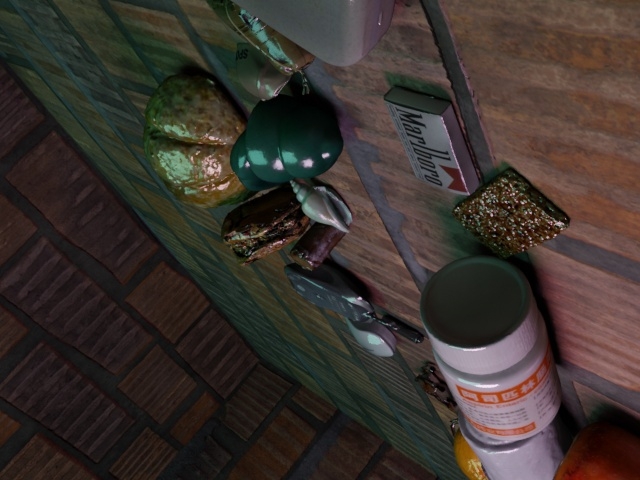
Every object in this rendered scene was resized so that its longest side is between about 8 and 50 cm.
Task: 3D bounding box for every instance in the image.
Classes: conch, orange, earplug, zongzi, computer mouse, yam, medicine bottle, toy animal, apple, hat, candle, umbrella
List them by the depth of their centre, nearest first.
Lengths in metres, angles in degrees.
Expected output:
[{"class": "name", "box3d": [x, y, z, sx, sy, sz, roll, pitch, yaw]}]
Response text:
[{"class": "medicine bottle", "box3d": [-0.072, -0.387, 0.951, 0.375, 0.123, 0.282, 38, 164, 15]}, {"class": "zongzi", "box3d": [-0.093, -0.324, 1.225, 0.189, 0.081, 0.178, 52, 160, -26]}, {"class": "hat", "box3d": [-0.132, -0.323, 1.312, 0.175, 0.085, 0.147, 47, 163, -22]}, {"class": "medicine bottle", "box3d": [0.321, 0.207, 1.424, 0.211, 0.211, 0.371, 28, 159, 38]}, {"class": "earplug", "box3d": [-0.057, -0.160, 1.434, 0.280, 0.163, 0.257, 9, 152, 43]}, {"class": "apple", "box3d": [0.574, 0.498, 1.538, 0.206, 0.251, 0.271, 33, 150, 22]}, {"class": "conch", "box3d": [0.004, -0.086, 1.673, 0.180, 0.088, 0.065, 37, -153, -7]}, {"class": "candle", "box3d": [0.438, 0.432, 1.725, 0.221, 0.221, 0.342, 22, 154, 48]}, {"class": "yam", "box3d": [0.000, 0.000, 1.736, 0.079, 0.141, 0.079, 37, 165, 12]}, {"class": "orange", "box3d": [-0.280, -0.202, 1.746, 0.271, 0.210, 0.368, 29, 162, 29]}, {"class": "umbrella", "box3d": [0.218, 0.237, 2.047, 0.133, 0.031, 0.036, 28, -179, 36]}, {"class": "computer mouse", "box3d": [0.061, 0.140, 2.057, 0.379, 0.090, 0.167, 26, 158, 28]}, {"class": "orange", "box3d": [0.468, 0.575, 2.087, 0.219, 0.193, 0.219, 37, 147, 30]}, {"class": "toy animal", "box3d": [0.377, 0.464, 2.223, 0.243, 0.087, 0.260, 50, 169, 21]}, {"class": "computer mouse", "box3d": [0.132, 0.273, 2.255, 0.231, 0.079, 0.128, 21, 152, 56]}]

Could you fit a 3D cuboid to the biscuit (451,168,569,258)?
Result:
[{"class": "biscuit", "box3d": [0.291, -0.034, 1.212, 0.131, 0.025, 0.231, 40, 164, 1]}]

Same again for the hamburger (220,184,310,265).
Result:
[{"class": "hamburger", "box3d": [-0.123, -0.041, 1.777, 0.106, 0.231, 0.231, 60, 158, -17]}]

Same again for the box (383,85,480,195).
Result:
[{"class": "box", "box3d": [0.169, -0.150, 1.170, 0.115, 0.036, 0.177, 25, 157, 41]}]
